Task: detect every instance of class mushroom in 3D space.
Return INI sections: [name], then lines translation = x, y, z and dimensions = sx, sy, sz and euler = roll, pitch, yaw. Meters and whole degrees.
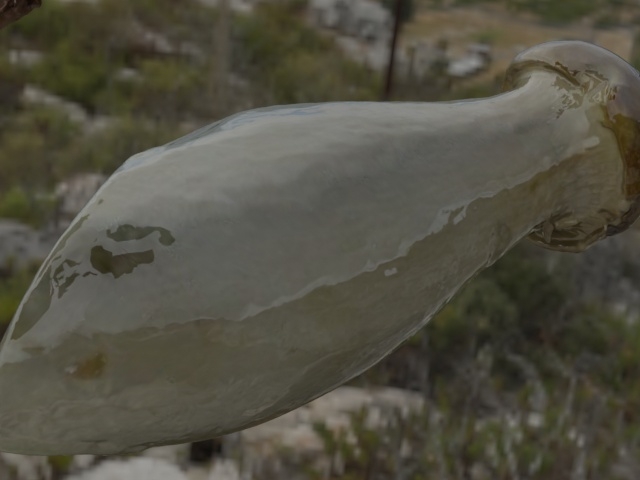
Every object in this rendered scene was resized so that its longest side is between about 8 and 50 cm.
[mushroom]
translation = 0.000, 0.000, 0.725
dimensions = 0.350, 0.128, 0.128
euler = -21, 35, -30

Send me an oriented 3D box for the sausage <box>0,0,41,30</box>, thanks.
[sausage]
translation = -0.178, -0.212, 0.662
dimensions = 0.102, 0.076, 0.302
euler = 0, 67, -38
